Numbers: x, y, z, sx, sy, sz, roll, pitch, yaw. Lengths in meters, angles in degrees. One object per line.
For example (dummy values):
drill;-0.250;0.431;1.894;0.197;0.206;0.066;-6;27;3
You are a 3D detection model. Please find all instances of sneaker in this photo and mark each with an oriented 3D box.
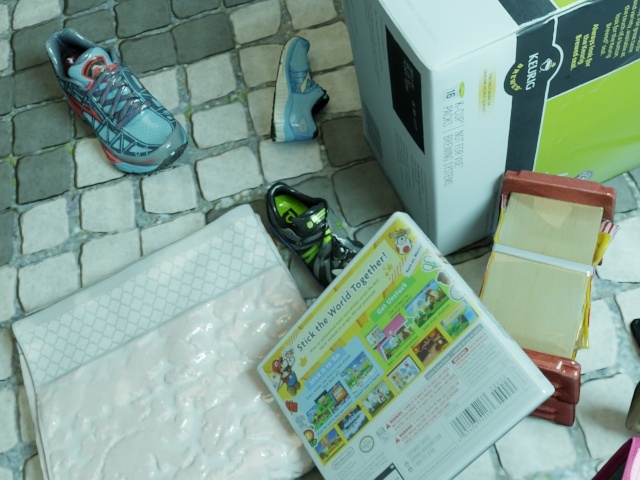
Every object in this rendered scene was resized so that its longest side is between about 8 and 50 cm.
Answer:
sneaker;0.000;0.000;0.843;0.067;0.078;0.188;-42;64;-13
sneaker;-0.024;-0.195;0.975;0.073;0.063;0.162;7;66;-6
sneaker;-0.282;-0.187;0.967;0.104;0.125;0.262;-44;63;-13

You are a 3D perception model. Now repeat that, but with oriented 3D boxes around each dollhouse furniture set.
dollhouse furniture set;0.326;0.085;0.684;0.374;0.152;0.201;13;65;21

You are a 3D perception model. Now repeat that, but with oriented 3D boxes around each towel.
towel;-0.156;0.148;0.807;0.331;0.053;0.317;-27;61;-4

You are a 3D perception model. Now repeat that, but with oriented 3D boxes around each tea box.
tea box;0.212;-0.199;0.769;0.323;0.329;0.220;-23;60;-4

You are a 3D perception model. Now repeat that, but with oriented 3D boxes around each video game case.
video game case;0.061;0.125;0.671;0.227;0.026;0.206;-49;61;23

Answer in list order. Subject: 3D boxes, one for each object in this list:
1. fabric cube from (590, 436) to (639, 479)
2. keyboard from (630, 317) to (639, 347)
fabric cube;0.287;0.330;0.514;0.258;0.254;0.259;20;66;18
keyboard;0.424;0.105;0.745;0.192;0.038;0.100;-12;37;5
